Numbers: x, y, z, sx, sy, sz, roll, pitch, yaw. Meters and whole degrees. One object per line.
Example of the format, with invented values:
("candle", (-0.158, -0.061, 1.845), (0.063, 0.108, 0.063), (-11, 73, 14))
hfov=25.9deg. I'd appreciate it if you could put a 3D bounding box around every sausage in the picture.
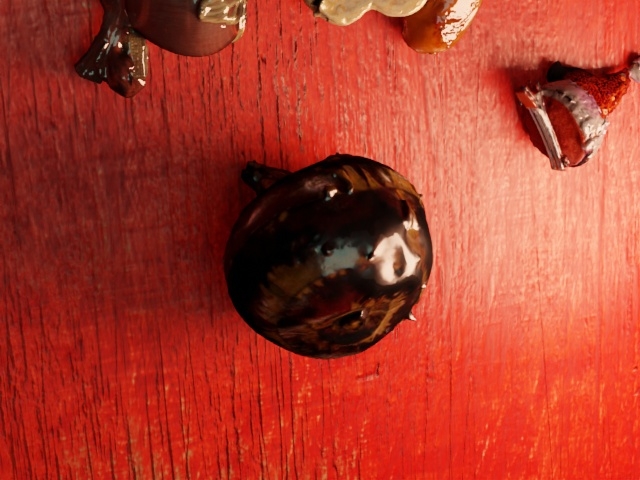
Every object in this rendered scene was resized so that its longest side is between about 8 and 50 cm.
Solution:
("sausage", (0.170, -0.323, 1.804), (0.089, 0.089, 0.179), (28, 97, -25))

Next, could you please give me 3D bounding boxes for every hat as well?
("hat", (0.374, -0.201, 1.921), (0.227, 0.129, 0.140), (-36, 93, -26))

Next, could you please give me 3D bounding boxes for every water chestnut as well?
("water chestnut", (0.000, 0.000, 1.769), (0.300, 0.300, 0.300), (-6, 108, -19))

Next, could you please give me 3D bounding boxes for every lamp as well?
("lamp", (-0.174, -0.281, 1.669), (0.223, 0.151, 0.215), (4, 102, 23))

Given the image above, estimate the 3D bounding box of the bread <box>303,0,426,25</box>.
("bread", (0.042, -0.426, 1.731), (0.316, 0.054, 0.316), (-3, 101, -13))
